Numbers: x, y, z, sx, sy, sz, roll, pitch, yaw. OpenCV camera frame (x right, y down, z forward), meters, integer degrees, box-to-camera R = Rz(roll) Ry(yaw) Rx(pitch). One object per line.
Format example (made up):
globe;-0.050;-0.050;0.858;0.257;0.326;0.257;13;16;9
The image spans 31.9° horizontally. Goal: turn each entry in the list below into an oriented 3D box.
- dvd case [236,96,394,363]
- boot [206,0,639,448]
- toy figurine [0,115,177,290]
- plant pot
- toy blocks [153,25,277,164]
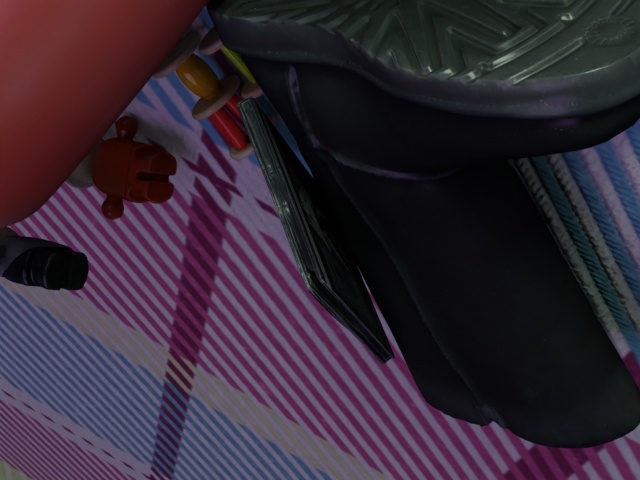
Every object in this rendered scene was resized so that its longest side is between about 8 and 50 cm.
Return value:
dvd case;0.000;0.000;0.905;0.018;0.164;0.221;-25;155;7
boot;0.138;0.004;0.796;0.367;0.146;0.445;27;151;51
toy figurine;-0.263;-0.076;1.025;0.148;0.209;0.213;15;145;37
plant pot;-0.209;-0.183;0.753;0.243;0.275;0.275;-34;113;28
toy blocks;-0.053;-0.113;0.931;0.123;0.054;0.148;-13;129;48
